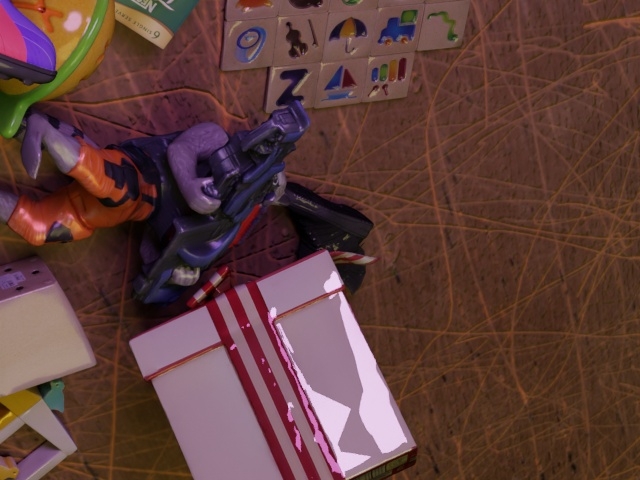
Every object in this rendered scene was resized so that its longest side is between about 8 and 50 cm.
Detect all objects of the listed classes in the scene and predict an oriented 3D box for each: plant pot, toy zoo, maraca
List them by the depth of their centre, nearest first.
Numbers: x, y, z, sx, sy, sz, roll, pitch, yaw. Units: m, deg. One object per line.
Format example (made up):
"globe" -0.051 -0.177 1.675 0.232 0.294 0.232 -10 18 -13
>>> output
"maraca" -0.251 -0.169 1.360 0.185 0.127 0.099 -49 131 9
"plant pot" -0.301 0.079 1.573 0.109 0.109 0.096 -17 120 -19
"toy zoo" -0.399 0.237 1.681 0.293 0.030 0.192 -39 134 1

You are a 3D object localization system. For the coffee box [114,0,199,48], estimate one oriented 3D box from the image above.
"coffee box" -0.138 -0.278 1.425 0.113 0.040 0.184 32 104 -35

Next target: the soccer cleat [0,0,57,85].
"soccer cleat" -0.339 -0.233 1.230 0.318 0.108 0.116 29 91 -9

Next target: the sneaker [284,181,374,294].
"sneaker" -0.001 -0.001 1.723 0.170 0.051 0.089 21 108 -44

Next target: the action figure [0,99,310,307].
"action figure" -0.158 -0.080 1.489 0.330 0.178 0.341 3 147 -38

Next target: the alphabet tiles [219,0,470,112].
"alphabet tiles" 0.039 -0.286 1.557 0.285 0.011 0.342 -9 128 -25

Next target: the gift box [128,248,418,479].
"gift box" -0.032 0.153 1.645 0.276 0.258 0.255 -25 168 -8
